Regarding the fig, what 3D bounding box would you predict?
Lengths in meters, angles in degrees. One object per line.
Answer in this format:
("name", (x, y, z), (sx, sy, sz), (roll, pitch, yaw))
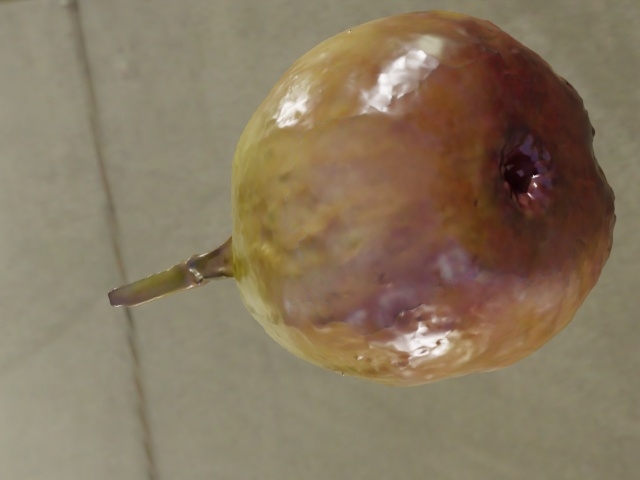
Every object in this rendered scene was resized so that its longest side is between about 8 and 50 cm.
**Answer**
("fig", (0.000, 0.000, 0.859), (0.257, 0.159, 0.159), (-16, 90, 38))
